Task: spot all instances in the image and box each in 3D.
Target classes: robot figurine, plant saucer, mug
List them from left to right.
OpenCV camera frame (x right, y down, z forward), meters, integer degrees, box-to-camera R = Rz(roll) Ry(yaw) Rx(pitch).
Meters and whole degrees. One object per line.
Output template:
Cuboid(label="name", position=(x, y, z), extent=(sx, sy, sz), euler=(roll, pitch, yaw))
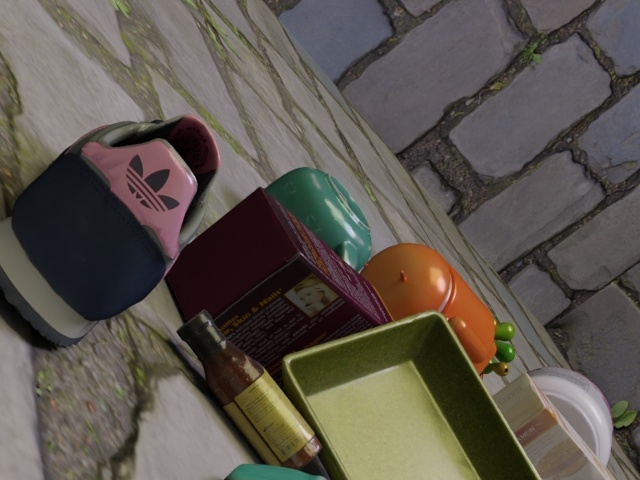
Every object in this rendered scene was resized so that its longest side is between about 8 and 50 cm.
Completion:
Cuboid(label="mug", position=(0.000, -0.002, 1.399), extent=(0.158, 0.097, 0.129), euler=(56, 10, 17))
Cuboid(label="plant saucer", position=(0.067, 0.158, 1.012), extent=(0.188, 0.045, 0.188), euler=(-13, 67, -45))
Cuboid(label="robot figurine", position=(0.121, 0.088, 1.578), extent=(0.219, 0.128, 0.158), euler=(47, 26, -38))

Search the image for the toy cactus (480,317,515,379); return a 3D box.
Cuboid(label="toy cactus", position=(0.202, 0.132, 1.969), extent=(0.180, 0.112, 0.219), euler=(35, 11, 4))

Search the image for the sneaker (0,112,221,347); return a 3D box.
Cuboid(label="sneaker", position=(-0.111, -0.030, 0.859), extent=(0.112, 0.131, 0.319), euler=(51, 9, -12))

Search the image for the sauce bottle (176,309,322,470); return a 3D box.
Cuboid(label="sauce bottle", position=(-0.051, 0.105, 0.931), extent=(0.128, 0.042, 0.042), euler=(54, 9, -3))

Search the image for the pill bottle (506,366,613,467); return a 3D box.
Cuboid(label="pill bottle", position=(0.287, 0.247, 1.690), extent=(0.160, 0.160, 0.283), euler=(54, 10, 9))

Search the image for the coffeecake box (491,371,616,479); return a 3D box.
Cuboid(label="coffeecake box", position=(0.211, 0.249, 1.365), extent=(0.185, 0.142, 0.068), euler=(49, 10, -25))

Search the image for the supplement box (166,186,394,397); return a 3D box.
Cuboid(label="supplement box", position=(-0.024, 0.054, 1.059), extent=(0.188, 0.104, 0.081), euler=(42, 14, -49))

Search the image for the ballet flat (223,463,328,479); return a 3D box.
Cuboid(label="ballet flat", position=(0.042, 0.212, 0.855), extent=(0.247, 0.087, 0.083), euler=(50, 6, -17))
